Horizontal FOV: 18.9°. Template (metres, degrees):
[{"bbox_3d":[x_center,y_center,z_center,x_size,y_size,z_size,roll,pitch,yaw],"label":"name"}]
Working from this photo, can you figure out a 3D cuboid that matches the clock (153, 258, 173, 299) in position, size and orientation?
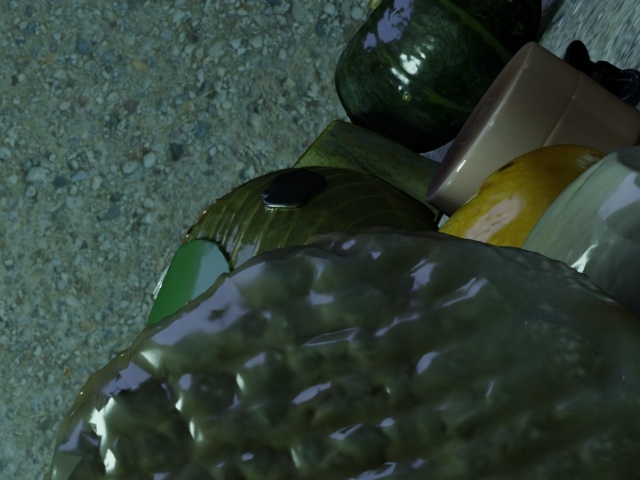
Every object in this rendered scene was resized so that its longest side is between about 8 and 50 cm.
[{"bbox_3d":[-0.038,0.094,1.712,0.227,0.241,0.142,-58,7,-20],"label":"clock"}]

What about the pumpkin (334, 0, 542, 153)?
[{"bbox_3d":[0.146,-0.256,2.431,0.300,0.207,0.300,-48,1,1],"label":"pumpkin"}]

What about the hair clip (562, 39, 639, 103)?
[{"bbox_3d":[0.209,-0.098,1.621,0.039,0.070,0.229,-62,-2,-21],"label":"hair clip"}]

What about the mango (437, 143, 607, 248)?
[{"bbox_3d":[0.100,0.051,1.202,0.295,0.120,0.177,-53,4,47],"label":"mango"}]

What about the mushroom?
[{"bbox_3d":[0.145,0.034,1.009,0.096,0.108,0.247,-8,-36,-49],"label":"mushroom"}]

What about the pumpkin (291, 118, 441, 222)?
[{"bbox_3d":[0.000,0.000,2.318,0.332,0.199,0.332,-55,7,10],"label":"pumpkin"}]

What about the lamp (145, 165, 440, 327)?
[{"bbox_3d":[0.011,0.062,1.455,0.284,0.250,0.250,-10,41,50],"label":"lamp"}]

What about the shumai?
[{"bbox_3d":[0.052,0.127,0.892,0.314,0.267,0.262,-33,-12,20],"label":"shumai"}]

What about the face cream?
[{"bbox_3d":[0.162,-0.063,1.462,0.149,0.104,0.149,-56,4,6],"label":"face cream"}]
